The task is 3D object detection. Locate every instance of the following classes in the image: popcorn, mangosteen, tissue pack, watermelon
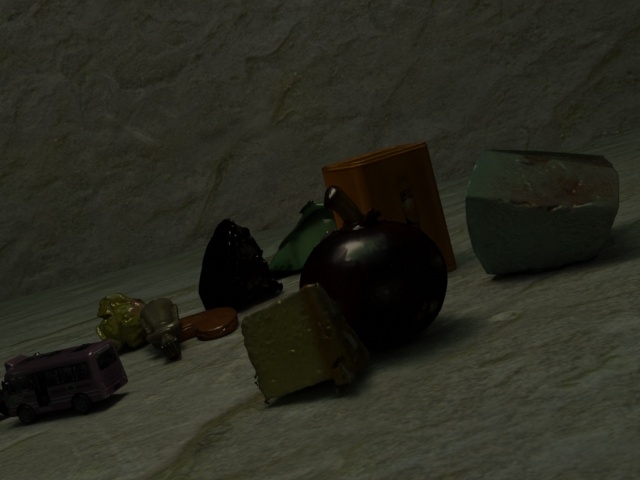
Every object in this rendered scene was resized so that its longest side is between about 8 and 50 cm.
[{"bbox_3d":[-0.427,0.182,1.742,0.126,0.126,0.145,13,-2,14],"label":"popcorn"},{"bbox_3d":[0.071,0.035,1.235,0.236,0.261,0.235,-17,7,2],"label":"mangosteen"},{"bbox_3d":[0.148,-0.047,1.632,0.194,0.274,0.145,-21,11,-30],"label":"tissue pack"},{"bbox_3d":[0.432,-0.057,1.440,0.387,0.228,0.258,-10,12,-34],"label":"watermelon"}]

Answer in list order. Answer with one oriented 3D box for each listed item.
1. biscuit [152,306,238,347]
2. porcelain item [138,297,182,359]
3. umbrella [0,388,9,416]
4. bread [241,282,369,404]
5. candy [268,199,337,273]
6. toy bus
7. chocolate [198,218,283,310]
[{"bbox_3d":[-0.269,0.185,1.681,0.192,0.036,0.186,-17,9,-5],"label":"biscuit"},{"bbox_3d":[-0.311,0.182,1.596,0.084,0.054,0.213,-31,26,-9],"label":"porcelain item"},{"bbox_3d":[-0.632,0.285,1.360,0.080,0.071,0.224,-16,-20,26],"label":"umbrella"},{"bbox_3d":[-0.021,0.141,1.115,0.147,0.152,0.127,-22,4,21],"label":"bread"},{"bbox_3d":[0.003,0.006,2.121,0.398,0.172,0.263,-34,-12,26],"label":"candy"},{"bbox_3d":[-0.442,0.238,1.359,0.199,0.108,0.096,-13,8,17],"label":"toy bus"},{"bbox_3d":[-0.170,0.069,1.877,0.177,0.206,0.224,13,14,-24],"label":"chocolate"}]
